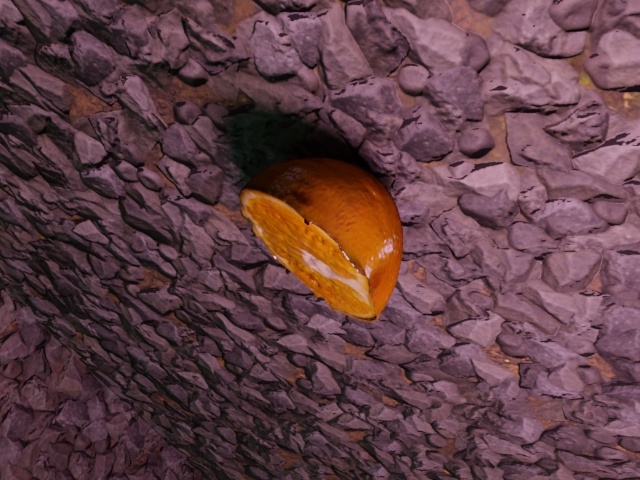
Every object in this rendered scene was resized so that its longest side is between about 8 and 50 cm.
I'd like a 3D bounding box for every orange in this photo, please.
[{"bbox_3d":[0.004,-0.001,1.077,0.274,0.274,0.310,-3,175,33],"label":"orange"}]
